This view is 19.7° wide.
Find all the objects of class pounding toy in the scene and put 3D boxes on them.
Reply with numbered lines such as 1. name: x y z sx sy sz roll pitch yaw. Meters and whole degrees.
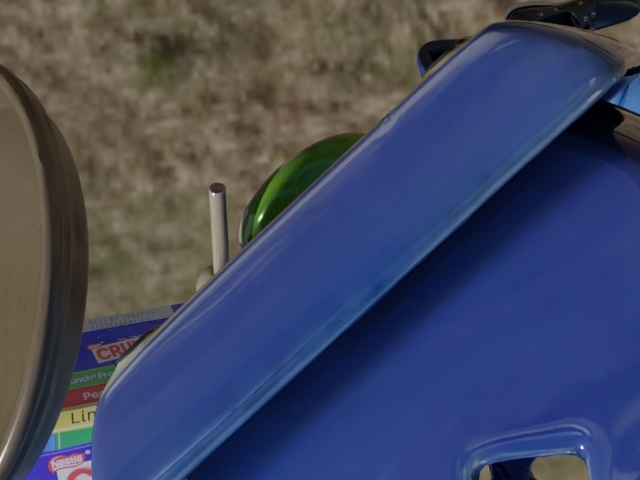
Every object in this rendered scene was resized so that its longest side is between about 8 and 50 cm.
1. pounding toy: 0.000 0.000 1.867 0.237 0.110 0.183 -22 146 -29

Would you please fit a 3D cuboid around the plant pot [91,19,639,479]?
1. plant pot: 0.075 0.059 0.600 0.236 0.212 0.236 -43 175 13

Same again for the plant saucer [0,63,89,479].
1. plant saucer: -0.206 0.034 1.047 0.041 0.278 0.278 10 152 -36

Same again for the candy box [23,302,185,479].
1. candy box: -0.159 0.217 1.658 0.268 0.122 0.317 -9 128 -16

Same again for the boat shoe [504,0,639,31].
1. boat shoe: 0.244 -0.210 1.759 0.133 0.042 0.049 -10 135 -2

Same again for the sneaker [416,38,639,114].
1. sneaker: 0.146 -0.086 1.111 0.209 0.069 0.082 13 161 41
